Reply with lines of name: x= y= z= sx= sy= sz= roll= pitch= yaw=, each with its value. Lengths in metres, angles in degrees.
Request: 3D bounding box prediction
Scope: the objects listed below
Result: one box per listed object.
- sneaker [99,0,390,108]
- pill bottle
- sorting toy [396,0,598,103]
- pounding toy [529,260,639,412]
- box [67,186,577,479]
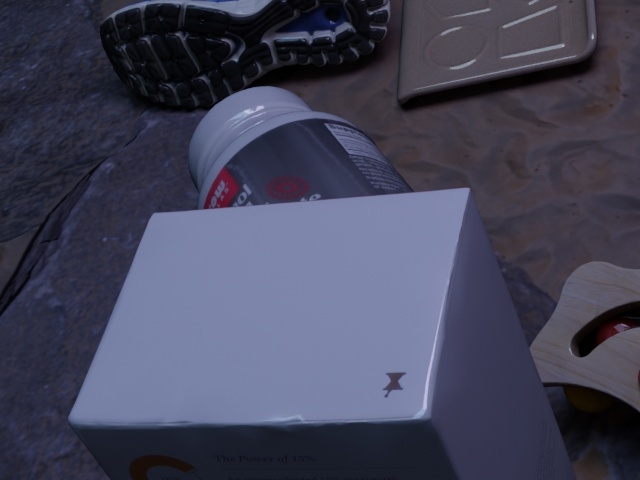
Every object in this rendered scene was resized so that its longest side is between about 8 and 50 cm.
sneaker: x=-0.078 y=-0.239 z=1.546 sx=0.330 sy=0.130 sz=0.147 roll=-8 pitch=30 yaw=14
pill bottle: x=0.000 y=0.000 z=1.204 sx=0.176 sy=0.176 sz=0.318 roll=-30 pitch=42 yaw=-5
sorting toy: x=0.179 y=-0.222 z=1.451 sx=0.208 sy=0.038 sz=0.193 roll=-14 pitch=43 yaw=20
pounding toy: x=0.296 y=0.113 z=1.028 sx=0.269 sy=0.155 sz=0.154 roll=6 pitch=78 yaw=42
box: x=0.027 y=0.150 z=0.912 sx=0.215 sy=0.345 sz=0.168 roll=-4 pitch=46 yaw=22
